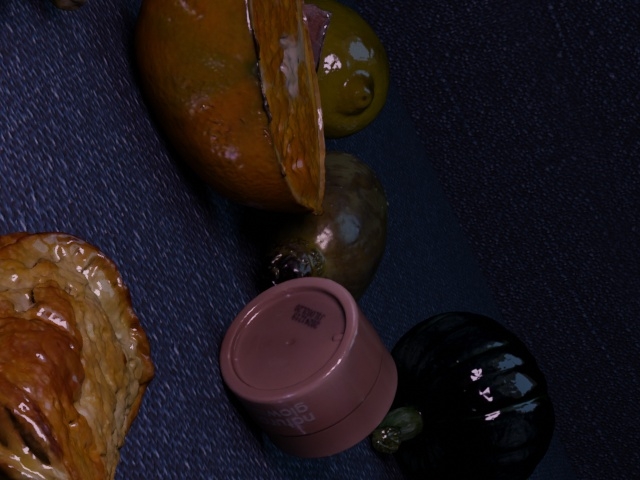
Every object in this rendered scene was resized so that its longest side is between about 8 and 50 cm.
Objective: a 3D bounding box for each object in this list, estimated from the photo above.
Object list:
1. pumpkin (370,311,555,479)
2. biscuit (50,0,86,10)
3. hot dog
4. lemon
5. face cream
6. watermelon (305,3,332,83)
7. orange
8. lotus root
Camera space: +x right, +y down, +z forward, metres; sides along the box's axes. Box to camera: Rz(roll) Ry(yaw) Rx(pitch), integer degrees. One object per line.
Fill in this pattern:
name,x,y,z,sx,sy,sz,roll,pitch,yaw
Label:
pumpkin,0.159,0.219,2.303,0.248,0.248,0.248,-22,90,-79
biscuit,-0.212,-0.263,1.568,0.174,0.039,0.183,57,-29,33
hot dog,-0.181,0.102,1.090,0.259,0.114,0.175,-80,151,-66
lemon,-0.004,-0.236,2.434,0.248,0.184,0.184,54,-3,47
face cream,-0.011,0.123,1.751,0.149,0.149,0.104,-101,163,-45
watermelon,-0.062,-0.175,2.026,0.202,0.136,0.207,97,-14,-48
orange,-0.069,-0.196,1.849,0.274,0.274,0.310,-90,-160,-65
lotus root,0.000,0.000,2.070,0.309,0.173,0.173,-75,142,-69
